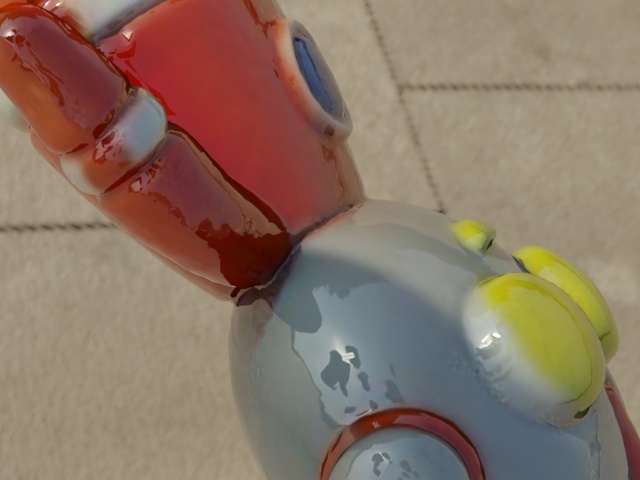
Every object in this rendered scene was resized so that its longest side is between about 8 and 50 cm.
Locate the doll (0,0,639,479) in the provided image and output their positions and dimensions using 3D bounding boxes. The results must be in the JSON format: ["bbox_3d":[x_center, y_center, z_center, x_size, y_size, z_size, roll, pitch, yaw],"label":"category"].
[{"bbox_3d":[0.000,0.000,0.524,0.336,0.105,0.200,53,14,3],"label":"doll"}]
